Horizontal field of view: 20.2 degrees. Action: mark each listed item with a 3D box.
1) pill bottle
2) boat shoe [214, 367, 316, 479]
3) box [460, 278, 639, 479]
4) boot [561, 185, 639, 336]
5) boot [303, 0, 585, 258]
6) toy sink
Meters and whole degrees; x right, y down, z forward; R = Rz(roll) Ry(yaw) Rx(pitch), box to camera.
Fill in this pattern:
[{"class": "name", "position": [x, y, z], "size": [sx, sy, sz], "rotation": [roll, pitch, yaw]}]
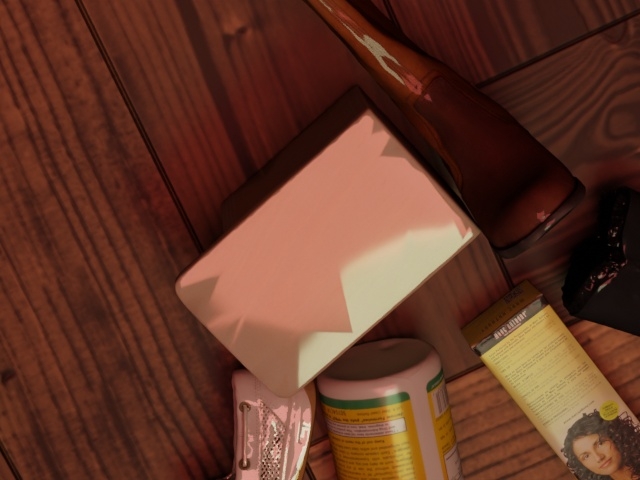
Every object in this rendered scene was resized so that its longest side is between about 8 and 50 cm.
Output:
[{"class": "pill bottle", "position": [0.072, 0.207, 1.679], "size": [0.117, 0.117, 0.208], "rotation": [-13, 106, -3]}, {"class": "boat shoe", "position": [-0.073, 0.251, 1.688], "size": [0.096, 0.098, 0.277], "rotation": [9, 94, -8]}, {"class": "box", "position": [0.238, 0.153, 1.715], "size": [0.087, 0.058, 0.232], "rotation": [-39, 105, 4]}, {"class": "boot", "position": [0.317, 0.089, 1.686], "size": [0.207, 0.094, 0.246], "rotation": [17, 95, -14]}, {"class": "boot", "position": [0.094, -0.129, 1.519], "size": [0.096, 0.264, 0.280], "rotation": [-40, 107, 14]}, {"class": "toy sink", "position": [0.000, 0.000, 1.608], "size": [0.234, 0.131, 0.153], "rotation": [-42, 104, 7]}]
